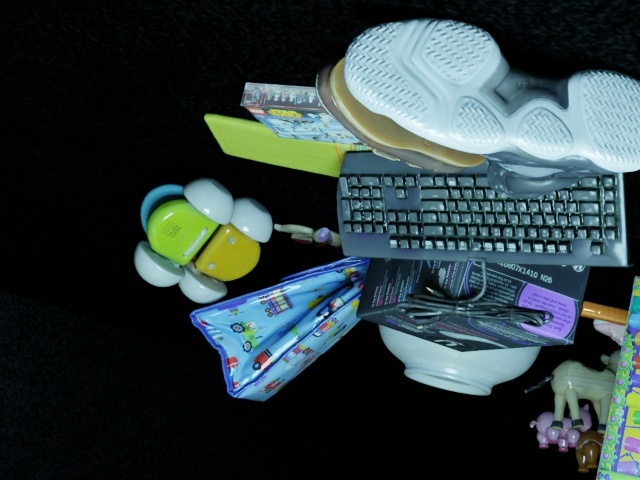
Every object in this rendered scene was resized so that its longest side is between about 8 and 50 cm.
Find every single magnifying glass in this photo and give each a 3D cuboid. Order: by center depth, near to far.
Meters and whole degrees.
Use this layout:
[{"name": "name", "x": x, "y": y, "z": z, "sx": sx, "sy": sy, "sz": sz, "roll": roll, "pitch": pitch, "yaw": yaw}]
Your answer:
[{"name": "magnifying glass", "x": 0.487, "y": 0.120, "z": 1.854, "sx": 0.231, "sy": 0.026, "sz": 0.092, "roll": 11, "pitch": 167, "yaw": 6}]

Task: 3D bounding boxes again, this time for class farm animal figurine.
[{"name": "farm animal figurine", "x": 0.522, "y": 0.270, "z": 2.177, "sx": 0.326, "sy": 0.172, "sz": 0.330, "roll": -3, "pitch": 155, "yaw": 15}]

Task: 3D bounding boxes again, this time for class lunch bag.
[{"name": "lunch bag", "x": -0.006, "y": 0.099, "z": 1.824, "sx": 0.293, "sy": 0.138, "sz": 0.221, "roll": -29, "pitch": 169, "yaw": 2}]

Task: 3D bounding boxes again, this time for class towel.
[{"name": "towel", "x": -0.005, "y": -0.101, "z": 1.434, "sx": 0.237, "sy": 0.021, "sz": 0.102, "roll": 12, "pitch": 162, "yaw": 14}]

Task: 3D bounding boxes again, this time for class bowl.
[{"name": "bowl", "x": 0.217, "y": 0.166, "z": 2.086, "sx": 0.297, "sy": 0.134, "sz": 0.298, "roll": 13, "pitch": 168, "yaw": 3}]

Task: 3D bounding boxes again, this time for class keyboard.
[{"name": "keyboard", "x": 0.162, "y": 0.006, "z": 1.335, "sx": 0.317, "sy": 0.202, "sz": 0.033, "roll": 2, "pitch": -159, "yaw": 31}]

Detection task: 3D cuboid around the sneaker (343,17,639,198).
[{"name": "sneaker", "x": 0.138, "y": -0.098, "z": 1.089, "sx": 0.268, "sy": 0.101, "sz": 0.153, "roll": 13, "pitch": 165, "yaw": -8}]

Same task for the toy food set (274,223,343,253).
[{"name": "toy food set", "x": 0.000, "y": 0.000, "z": 1.853, "sx": 0.122, "sy": 0.019, "sz": 0.078, "roll": 4, "pitch": 164, "yaw": 38}]

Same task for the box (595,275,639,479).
[{"name": "box", "x": 0.519, "y": 0.224, "z": 1.653, "sx": 0.279, "sy": 0.290, "sz": 0.177, "roll": 10, "pitch": 167, "yaw": 21}]

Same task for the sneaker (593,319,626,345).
[{"name": "sneaker", "x": 0.465, "y": 0.156, "z": 1.918, "sx": 0.134, "sy": 0.070, "sz": 0.051, "roll": 12, "pitch": 169, "yaw": 13}]

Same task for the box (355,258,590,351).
[{"name": "box", "x": 0.180, "y": 0.040, "z": 1.551, "sx": 0.165, "sy": 0.143, "sz": 0.270, "roll": 20, "pitch": 166, "yaw": -19}]

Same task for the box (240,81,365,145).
[{"name": "box", "x": 0.001, "y": -0.125, "z": 1.297, "sx": 0.137, "sy": 0.027, "sz": 0.094, "roll": 8, "pitch": 167, "yaw": 25}]

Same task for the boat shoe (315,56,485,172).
[{"name": "boat shoe", "x": 0.065, "y": -0.108, "z": 1.196, "sx": 0.207, "sy": 0.073, "sz": 0.073, "roll": 25, "pitch": 161, "yaw": -40}]

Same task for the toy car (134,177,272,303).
[{"name": "toy car", "x": -0.168, "y": -0.016, "z": 1.749, "sx": 0.182, "sy": 0.159, "sz": 0.136, "roll": 26, "pitch": -160, "yaw": -45}]
